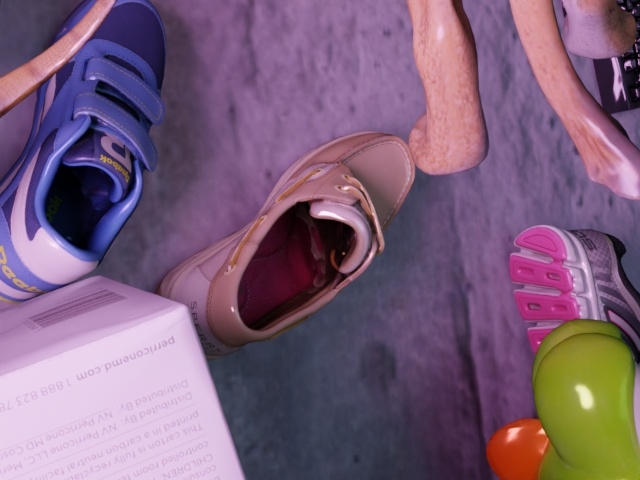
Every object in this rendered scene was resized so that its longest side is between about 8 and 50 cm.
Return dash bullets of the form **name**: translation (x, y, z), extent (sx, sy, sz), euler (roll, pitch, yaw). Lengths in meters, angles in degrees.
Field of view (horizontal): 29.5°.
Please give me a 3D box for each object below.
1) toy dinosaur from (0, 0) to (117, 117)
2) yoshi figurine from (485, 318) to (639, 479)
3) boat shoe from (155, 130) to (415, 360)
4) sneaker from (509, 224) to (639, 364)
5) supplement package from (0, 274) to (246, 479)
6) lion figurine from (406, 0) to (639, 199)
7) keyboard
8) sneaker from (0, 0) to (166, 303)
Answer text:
- **toy dinosaur**: translation (-0.147, -0.019, 0.396), extent (0.211, 0.112, 0.064), euler (-40, 113, -30)
- **yoshi figurine**: translation (0.228, 0.195, 0.596), extent (0.203, 0.204, 0.362), euler (-26, 98, -25)
- **boat shoe**: translation (0.000, 0.000, 0.565), extent (0.170, 0.059, 0.063), euler (-43, 113, -36)
- **sneaker**: translation (0.164, 0.069, 0.701), extent (0.075, 0.063, 0.170), euler (-14, 89, -36)
- **supplement package**: translation (-0.082, 0.150, 0.399), extent (0.134, 0.139, 0.244), euler (-20, 100, -19)
- **lion figurine**: translation (0.058, -0.211, 0.499), extent (0.142, 0.392, 0.240), euler (-13, 128, -7)
- **keyboard**: translation (0.185, -0.173, 0.778), extent (0.108, 0.023, 0.180), euler (-16, 95, -42)
- **sneaker**: translation (-0.090, -0.042, 0.490), extent (0.053, 0.059, 0.144), euler (31, 64, -33)
